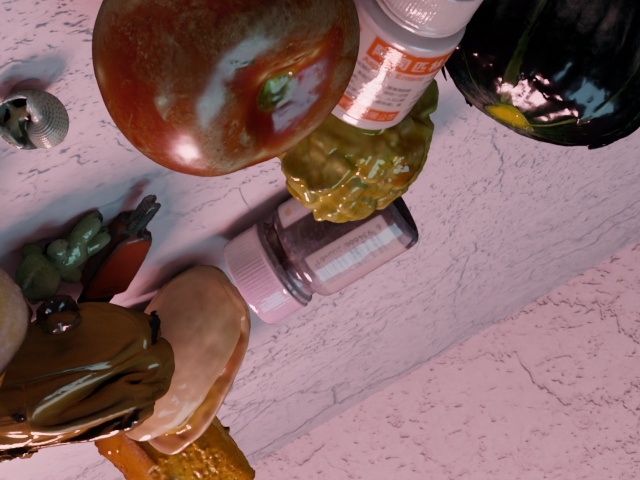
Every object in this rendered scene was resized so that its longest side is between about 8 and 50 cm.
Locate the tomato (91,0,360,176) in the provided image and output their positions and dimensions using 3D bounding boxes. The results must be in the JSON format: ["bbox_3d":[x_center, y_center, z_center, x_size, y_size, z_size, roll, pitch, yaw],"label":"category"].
[{"bbox_3d":[-0.103,-0.204,1.365,0.270,0.222,0.270,-36,151,-24],"label":"tomato"}]

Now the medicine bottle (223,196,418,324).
[{"bbox_3d":[0.000,0.000,2.121,0.273,0.165,0.165,-30,161,11],"label":"medicine bottle"}]

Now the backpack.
[{"bbox_3d":[-0.388,0.198,1.922,0.378,0.201,0.353,-18,178,-13],"label":"backpack"}]

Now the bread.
[{"bbox_3d":[-0.278,0.345,2.395,0.204,0.358,0.337,-43,-169,-16],"label":"bread"}]

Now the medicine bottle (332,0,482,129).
[{"bbox_3d":[0.092,-0.254,1.621,0.144,0.144,0.252,-15,154,-33],"label":"medicine bottle"}]

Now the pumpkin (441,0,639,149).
[{"bbox_3d":[0.302,-0.260,1.721,0.295,0.296,0.296,-25,161,-9],"label":"pumpkin"}]

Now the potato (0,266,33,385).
[{"bbox_3d":[-0.531,0.138,1.669,0.301,0.289,0.237,-35,-174,-35],"label":"potato"}]

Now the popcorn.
[{"bbox_3d":[0.047,-0.135,1.805,0.217,0.181,0.235,-42,161,33],"label":"popcorn"}]

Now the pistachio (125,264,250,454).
[{"bbox_3d":[-0.219,0.181,2.169,0.299,0.187,0.187,-62,162,-7],"label":"pistachio"}]

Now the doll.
[{"bbox_3d":[-0.350,0.020,1.852,0.150,0.077,0.115,-40,163,-16],"label":"doll"}]

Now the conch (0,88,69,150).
[{"bbox_3d":[-0.316,-0.137,1.500,0.076,0.057,0.085,-12,132,7],"label":"conch"}]

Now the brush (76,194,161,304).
[{"bbox_3d":[-0.285,0.016,1.957,0.070,0.051,0.323,-8,157,-31],"label":"brush"}]
